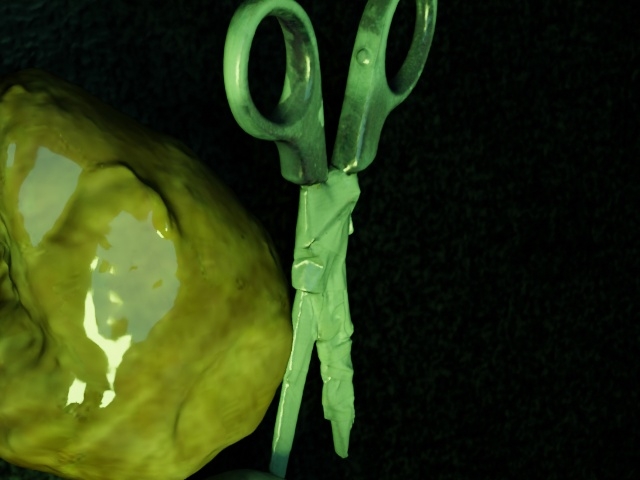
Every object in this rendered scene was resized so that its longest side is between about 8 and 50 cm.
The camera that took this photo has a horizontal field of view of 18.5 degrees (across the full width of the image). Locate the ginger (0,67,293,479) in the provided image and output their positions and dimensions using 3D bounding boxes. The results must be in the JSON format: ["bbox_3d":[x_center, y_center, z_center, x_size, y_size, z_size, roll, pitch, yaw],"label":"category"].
[{"bbox_3d":[-0.129,0.025,1.250,0.223,0.200,0.269,-4,100,-33],"label":"ginger"}]

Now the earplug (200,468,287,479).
[{"bbox_3d":[-0.110,0.292,1.312,0.325,0.214,0.175,-43,155,-25],"label":"earplug"}]

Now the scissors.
[{"bbox_3d":[0.000,0.000,1.395,0.256,0.029,0.383,-19,119,-55],"label":"scissors"}]
